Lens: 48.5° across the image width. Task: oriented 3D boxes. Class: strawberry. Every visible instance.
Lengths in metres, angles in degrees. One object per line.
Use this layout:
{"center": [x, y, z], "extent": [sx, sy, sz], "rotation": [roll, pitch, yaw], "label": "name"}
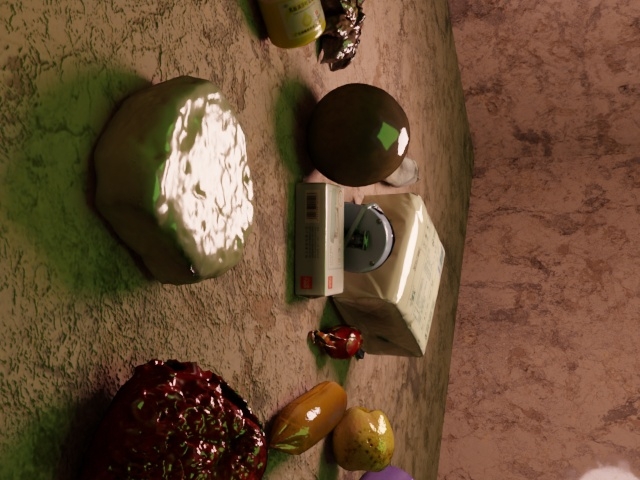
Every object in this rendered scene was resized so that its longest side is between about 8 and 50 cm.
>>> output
{"center": [-0.187, 0.297, 0.970], "extent": [0.274, 0.220, 0.274], "rotation": [2, 90, -74], "label": "strawberry"}

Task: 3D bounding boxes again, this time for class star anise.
{"center": [0.059, -0.550, 1.778], "extent": [0.223, 0.109, 0.236], "rotation": [-3, 95, -65], "label": "star anise"}

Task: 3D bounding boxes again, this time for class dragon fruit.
{"center": [0.031, 0.254, 1.779], "extent": [0.190, 0.094, 0.094], "rotation": [7, 84, -48], "label": "dragon fruit"}

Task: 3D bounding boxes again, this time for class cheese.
{"center": [-0.205, -0.083, 1.064], "extent": [0.326, 0.115, 0.318], "rotation": [-35, 123, -63], "label": "cheese"}

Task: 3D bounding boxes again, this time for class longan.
{"center": [0.084, -0.245, 1.673], "extent": [0.258, 0.258, 0.258], "rotation": [1, 90, -70], "label": "longan"}

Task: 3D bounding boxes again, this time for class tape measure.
{"center": [0.091, -0.008, 1.767], "extent": [0.107, 0.181, 0.182], "rotation": [3, 89, -66], "label": "tape measure"}

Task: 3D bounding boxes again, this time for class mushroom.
{"center": [0.241, -0.230, 2.291], "extent": [0.351, 0.097, 0.109], "rotation": [5, 85, -67], "label": "mushroom"}

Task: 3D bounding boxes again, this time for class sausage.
{"center": [-0.030, 0.397, 1.573], "extent": [0.328, 0.112, 0.112], "rotation": [-12, 102, -67], "label": "sausage"}

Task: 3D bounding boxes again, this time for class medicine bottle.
{"center": [-0.071, -0.497, 1.395], "extent": [0.212, 0.122, 0.121], "rotation": [70, 28, -42], "label": "medicine bottle"}

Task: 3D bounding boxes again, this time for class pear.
{"center": [0.111, 0.520, 1.862], "extent": [0.178, 0.178, 0.178], "rotation": [1, 90, -70], "label": "pear"}

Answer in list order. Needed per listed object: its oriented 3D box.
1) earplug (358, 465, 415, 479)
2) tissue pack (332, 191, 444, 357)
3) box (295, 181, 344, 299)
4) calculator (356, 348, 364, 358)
{"center": [0.112, 0.766, 1.839], "extent": [0.456, 0.215, 0.215], "rotation": [-12, 102, -66], "label": "earplug"}
{"center": [0.200, 0.096, 1.984], "extent": [0.297, 0.207, 0.380], "rotation": [60, 38, -41], "label": "tissue pack"}
{"center": [0.000, 0.000, 1.665], "extent": [0.135, 0.079, 0.269], "rotation": [2, 88, -69], "label": "box"}
{"center": [0.122, 0.207, 2.088], "extent": [0.161, 0.021, 0.261], "rotation": [61, 36, -54], "label": "calculator"}
